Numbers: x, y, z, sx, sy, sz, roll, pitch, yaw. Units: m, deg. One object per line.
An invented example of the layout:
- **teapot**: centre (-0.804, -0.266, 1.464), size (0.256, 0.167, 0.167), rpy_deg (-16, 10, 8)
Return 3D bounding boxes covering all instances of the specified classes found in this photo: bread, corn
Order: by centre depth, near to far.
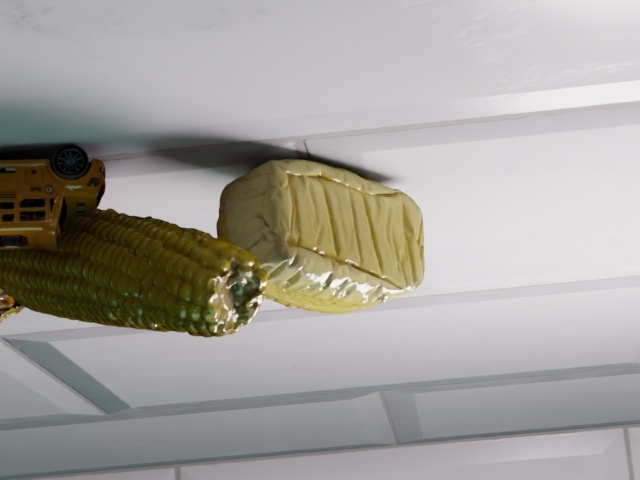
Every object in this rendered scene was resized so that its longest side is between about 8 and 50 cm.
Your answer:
- **corn**: centre (-0.199, 0.027, 1.478), size (0.363, 0.120, 0.120), rpy_deg (6, 174, 41)
- **bread**: centre (0.000, 0.000, 1.521), size (0.236, 0.140, 0.106), rpy_deg (14, 152, -43)

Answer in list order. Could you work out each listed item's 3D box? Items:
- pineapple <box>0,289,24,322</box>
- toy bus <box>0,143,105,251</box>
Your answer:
- **pineapple**: centre (-0.354, 0.064, 1.696), size (0.221, 0.047, 0.221), rpy_deg (-30, -179, 0)
- **toy bus**: centre (-0.299, -0.035, 1.414), size (0.194, 0.088, 0.083), rpy_deg (-2, 162, -9)
